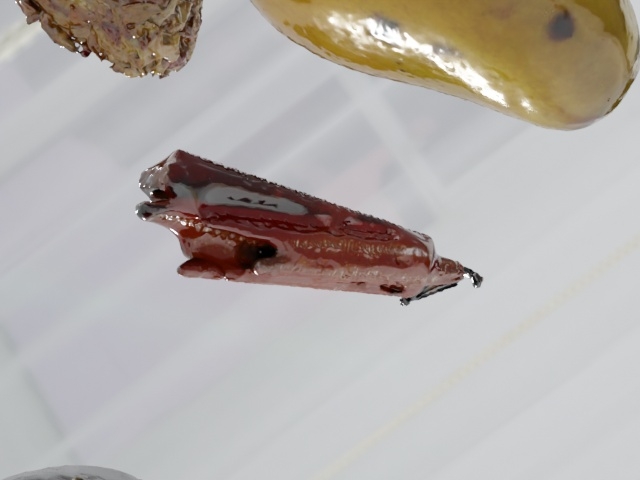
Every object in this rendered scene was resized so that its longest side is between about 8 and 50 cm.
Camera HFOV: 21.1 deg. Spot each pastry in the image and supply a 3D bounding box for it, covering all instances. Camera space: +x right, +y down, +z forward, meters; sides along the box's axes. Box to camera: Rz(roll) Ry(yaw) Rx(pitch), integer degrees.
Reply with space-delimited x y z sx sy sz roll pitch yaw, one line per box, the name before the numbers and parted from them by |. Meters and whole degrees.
pastry | -0.140 -0.165 1.001 0.169 0.063 0.087 34 -128 4

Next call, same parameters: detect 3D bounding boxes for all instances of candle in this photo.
candle | 0.000 0.000 1.231 0.302 0.084 0.059 11 -177 -35

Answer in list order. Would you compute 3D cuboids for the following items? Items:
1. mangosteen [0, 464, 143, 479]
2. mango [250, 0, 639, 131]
mangosteen | -0.176 0.279 1.132 0.231 0.289 0.231 23 -137 -24
mango | 0.044 -0.108 0.692 0.178 0.090 0.115 25 154 23
